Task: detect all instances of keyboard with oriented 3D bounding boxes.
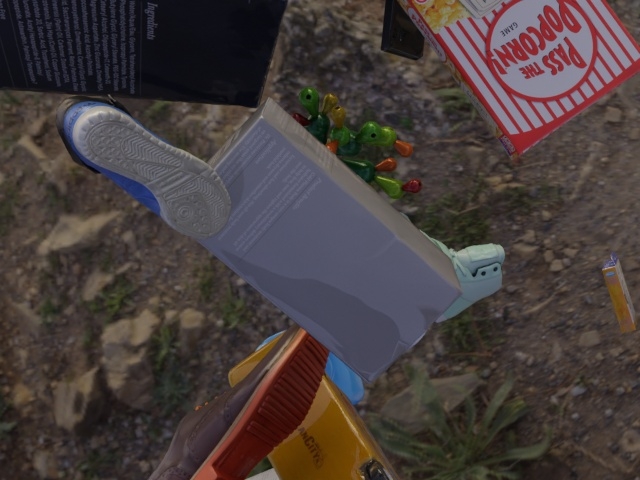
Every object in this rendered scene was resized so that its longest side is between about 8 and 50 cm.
[{"bbox_3d":[0.098,-0.319,1.064,0.023,0.108,0.180,7,93,39],"label":"keyboard"}]

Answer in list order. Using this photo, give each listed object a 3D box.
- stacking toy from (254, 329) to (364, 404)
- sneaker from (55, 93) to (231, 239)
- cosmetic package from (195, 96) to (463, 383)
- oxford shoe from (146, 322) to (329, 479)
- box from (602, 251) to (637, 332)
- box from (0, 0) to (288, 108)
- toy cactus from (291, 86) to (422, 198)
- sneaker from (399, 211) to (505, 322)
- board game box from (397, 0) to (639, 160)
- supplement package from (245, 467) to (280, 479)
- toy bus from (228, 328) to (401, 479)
[{"bbox_3d":[-0.017,0.264,1.670,0.175,0.302,0.166,-19,75,-3],"label":"stacking toy"},{"bbox_3d":[-0.138,-0.060,0.674,0.058,0.152,0.084,-55,41,0],"label":"sneaker"},{"bbox_3d":[0.000,0.000,0.781,0.238,0.107,0.127,42,105,-14],"label":"cosmetic package"},{"bbox_3d":[-0.090,0.180,0.899,0.098,0.097,0.271,25,68,35],"label":"oxford shoe"},{"bbox_3d":[0.537,0.091,1.567,0.028,0.081,0.136,-19,91,24],"label":"box"},{"bbox_3d":[-0.292,-0.457,1.117,0.297,0.471,0.480,118,152,-68],"label":"box"},{"bbox_3d":[0.029,-0.124,1.263,0.180,0.219,0.112,-15,47,54],"label":"toy cactus"},{"bbox_3d":[0.198,0.015,1.349,0.151,0.256,0.094,-28,45,9],"label":"sneaker"},{"bbox_3d":[0.185,-0.195,0.808,0.146,0.045,0.193,-36,87,0],"label":"board game box"},{"bbox_3d":[-0.004,0.498,1.550,0.262,0.199,0.198,-22,89,1],"label":"supplement package"},{"bbox_3d":[0.019,0.260,0.987,0.108,0.130,0.333,-37,52,1],"label":"toy bus"}]
